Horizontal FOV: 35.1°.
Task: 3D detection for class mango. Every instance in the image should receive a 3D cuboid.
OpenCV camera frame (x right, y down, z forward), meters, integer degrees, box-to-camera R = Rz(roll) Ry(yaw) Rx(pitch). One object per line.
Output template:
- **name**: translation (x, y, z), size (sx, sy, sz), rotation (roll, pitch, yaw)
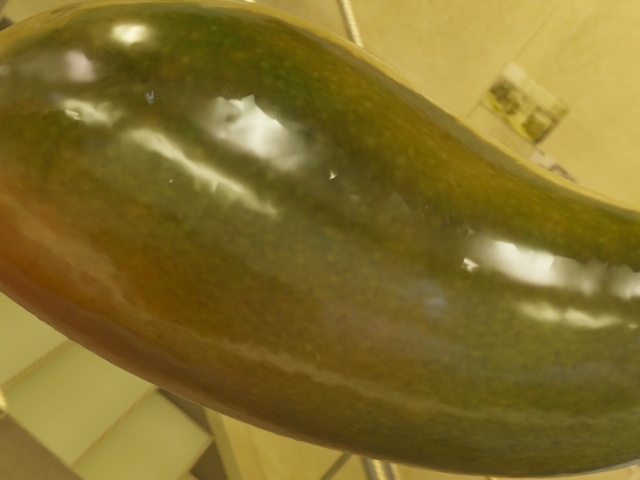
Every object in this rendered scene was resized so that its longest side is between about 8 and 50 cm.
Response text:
- **mango**: translation (-0.003, 0.004, 0.364), size (0.289, 0.146, 0.129), rotation (29, 20, 9)
